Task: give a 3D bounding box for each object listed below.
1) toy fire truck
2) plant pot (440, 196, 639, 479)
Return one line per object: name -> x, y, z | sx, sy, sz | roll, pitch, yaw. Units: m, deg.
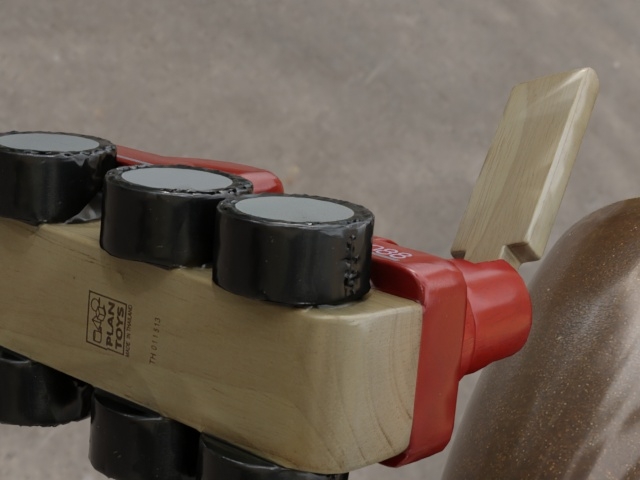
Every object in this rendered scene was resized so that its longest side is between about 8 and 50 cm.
toy fire truck -> 0.000, 0.000, 0.665 | 0.217, 0.158, 0.246 | 15, 16, 40
plant pot -> 0.151, 0.123, 0.784 | 0.215, 0.215, 0.230 | 45, 47, 5
